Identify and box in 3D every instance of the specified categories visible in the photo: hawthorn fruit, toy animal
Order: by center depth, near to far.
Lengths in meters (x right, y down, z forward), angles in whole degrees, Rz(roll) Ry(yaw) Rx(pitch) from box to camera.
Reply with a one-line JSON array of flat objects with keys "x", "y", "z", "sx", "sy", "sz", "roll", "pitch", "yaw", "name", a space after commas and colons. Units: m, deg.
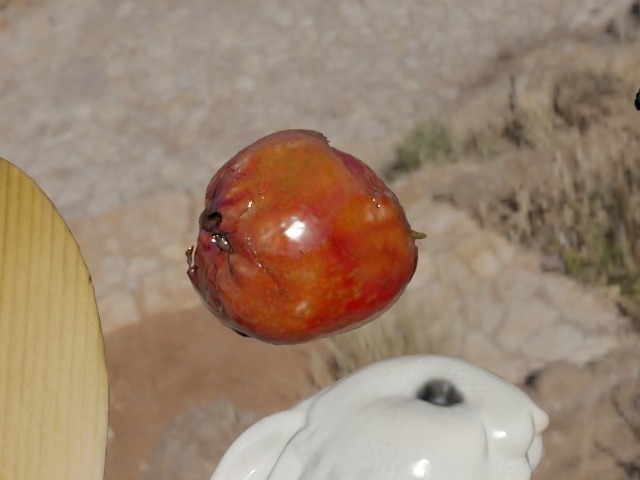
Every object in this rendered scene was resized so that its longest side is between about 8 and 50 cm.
[{"x": 0.010, "y": 0.237, "z": 1.044, "sx": 0.257, "sy": 0.194, "sz": 0.357, "roll": -15, "pitch": 50, "yaw": 44, "name": "toy animal"}, {"x": 0.000, "y": 0.000, "z": 1.160, "sx": 0.172, "sy": 0.148, "sz": 0.148, "roll": 5, "pitch": 33, "yaw": -27, "name": "hawthorn fruit"}]

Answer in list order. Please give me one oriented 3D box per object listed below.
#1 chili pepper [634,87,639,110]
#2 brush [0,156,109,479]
[{"x": 0.231, "y": -0.104, "z": 1.023, "sx": 0.065, "sy": 0.122, "sz": 0.279, "roll": 31, "pitch": 15, "yaw": 5, "name": "chili pepper"}, {"x": -0.184, "y": 0.096, "z": 0.623, "sx": 0.166, "sy": 0.174, "sz": 0.267, "roll": -9, "pitch": 64, "yaw": 17, "name": "brush"}]
